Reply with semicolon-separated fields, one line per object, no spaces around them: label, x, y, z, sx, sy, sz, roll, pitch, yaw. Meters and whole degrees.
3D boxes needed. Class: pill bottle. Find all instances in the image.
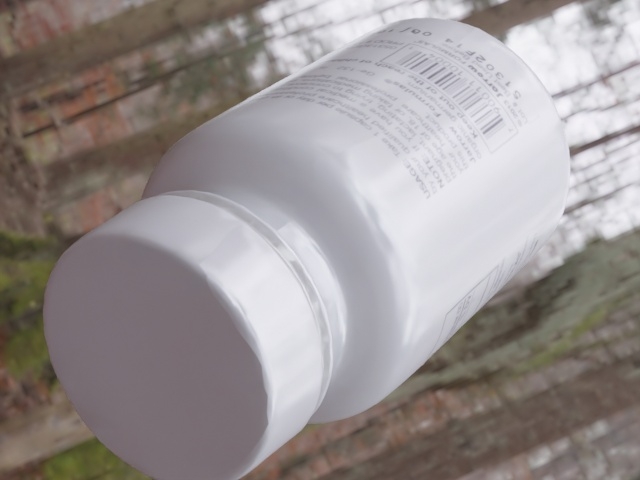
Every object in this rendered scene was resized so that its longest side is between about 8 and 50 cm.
pill bottle;0.000;0.000;0.588;0.131;0.229;0.131;16;-59;28
